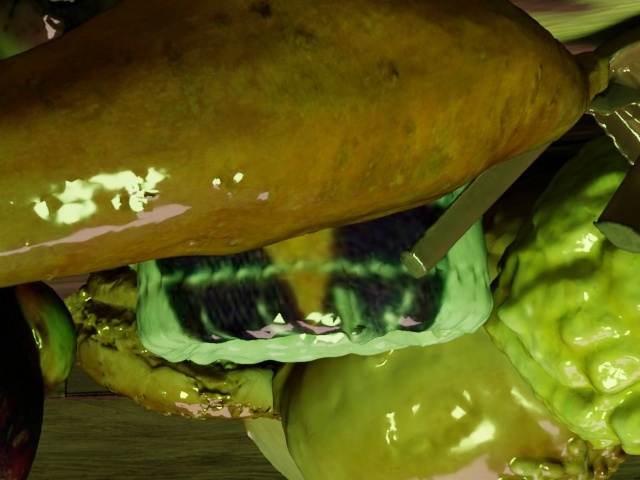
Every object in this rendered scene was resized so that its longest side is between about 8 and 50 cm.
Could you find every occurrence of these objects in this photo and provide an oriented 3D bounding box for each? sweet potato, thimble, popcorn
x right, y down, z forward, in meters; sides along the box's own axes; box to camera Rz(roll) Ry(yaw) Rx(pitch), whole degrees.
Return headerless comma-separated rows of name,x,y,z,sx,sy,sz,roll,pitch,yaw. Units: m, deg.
sweet potato,-0.018,-0.051,0.467,0.359,0.112,0.112,-10,-179,-36
thimble,0.000,0.000,0.839,0.237,0.150,0.237,-3,170,-1
popcorn,0.235,0.028,0.845,0.225,0.249,0.249,39,170,-5

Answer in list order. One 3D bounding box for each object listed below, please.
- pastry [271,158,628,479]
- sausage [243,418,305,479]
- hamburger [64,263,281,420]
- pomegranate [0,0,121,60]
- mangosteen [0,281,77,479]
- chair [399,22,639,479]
pastry,0.149,0.110,1.144,0.409,0.245,0.409,-38,179,-1
sausage,0.080,0.139,1.472,0.233,0.233,0.287,-9,-150,51
hamburger,-0.120,0.059,1.259,0.245,0.211,0.260,6,177,-10
pomegranate,-0.134,-0.050,0.505,0.161,0.122,0.122,-45,159,18
mangosteen,-0.303,0.073,0.876,0.359,0.306,0.306,-35,-177,-13
chair,0.227,-0.052,0.627,0.326,0.183,0.175,-51,-163,-23
